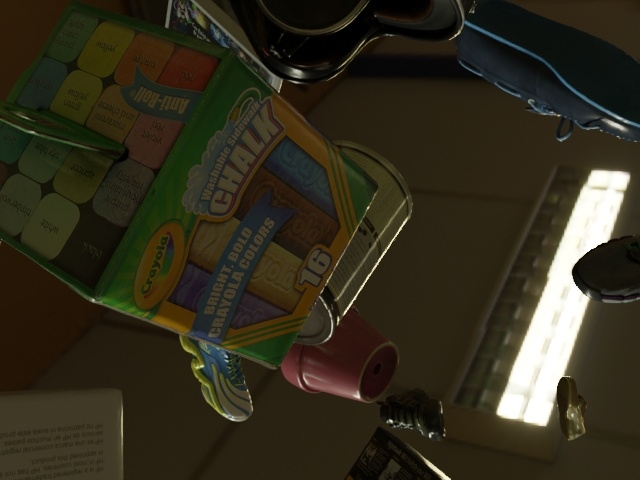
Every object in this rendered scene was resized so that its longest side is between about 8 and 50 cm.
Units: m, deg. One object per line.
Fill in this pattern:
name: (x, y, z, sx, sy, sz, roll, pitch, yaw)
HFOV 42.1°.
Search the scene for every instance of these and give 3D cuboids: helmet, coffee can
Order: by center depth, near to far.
helmet: (0.018, -0.192, 0.542, 0.161, 0.169, 0.169, -30, -143, -5)
coffee can: (0.000, 0.000, 1.337, 0.202, 0.201, 0.275, 14, -130, 30)

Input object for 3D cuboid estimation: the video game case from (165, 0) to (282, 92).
video game case: (-0.126, -0.190, 0.994, 0.022, 0.173, 0.190, -28, -117, -36)

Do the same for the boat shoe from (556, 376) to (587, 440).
boat shoe: (0.462, 0.302, 1.521, 0.045, 0.135, 0.050, -14, -152, -7)

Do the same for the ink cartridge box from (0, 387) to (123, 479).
ink cartridge box: (-0.317, 0.324, 0.660, 0.166, 0.394, 0.285, -10, 169, 41)

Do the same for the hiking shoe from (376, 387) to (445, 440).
hiking shoe: (0.182, 0.363, 1.700, 0.114, 0.086, 0.227, -8, -179, -8)

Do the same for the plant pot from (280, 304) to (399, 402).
plant pot: (0.048, 0.231, 1.674, 0.180, 0.201, 0.201, 23, -135, 37)

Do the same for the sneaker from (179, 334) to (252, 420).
sneaker: (-0.203, 0.261, 1.722, 0.091, 0.240, 0.126, -33, 177, -40)

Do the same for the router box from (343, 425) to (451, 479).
router box: (0.116, 0.478, 1.400, 0.243, 0.081, 0.309, -56, -162, -4)

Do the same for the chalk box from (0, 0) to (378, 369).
chalk box: (-0.089, -0.034, 0.446, 0.132, 0.213, 0.132, 26, -96, 33)

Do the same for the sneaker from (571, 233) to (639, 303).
sneaker: (0.399, 0.003, 0.976, 0.224, 0.098, 0.083, -14, -126, -21)

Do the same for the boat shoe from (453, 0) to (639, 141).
boat shoe: (0.263, -0.183, 0.923, 0.109, 0.089, 0.258, -34, -120, -24)
